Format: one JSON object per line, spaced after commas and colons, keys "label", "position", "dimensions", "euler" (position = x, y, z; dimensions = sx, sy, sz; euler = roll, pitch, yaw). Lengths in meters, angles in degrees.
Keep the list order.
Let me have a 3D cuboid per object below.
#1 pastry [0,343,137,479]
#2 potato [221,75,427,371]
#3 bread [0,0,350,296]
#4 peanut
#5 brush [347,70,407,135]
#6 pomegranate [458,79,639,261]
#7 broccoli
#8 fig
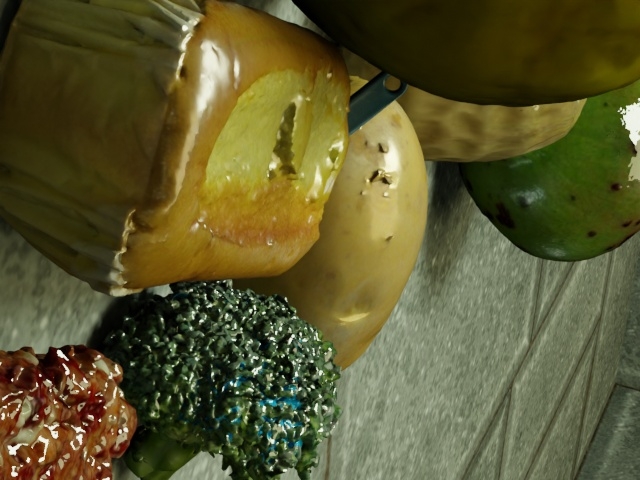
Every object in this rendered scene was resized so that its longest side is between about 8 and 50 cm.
{"label": "pastry", "position": [-0.161, 0.101, 0.761], "dimensions": [0.208, 0.097, 0.115], "euler": [-14, 99, -72]}
{"label": "potato", "position": [0.000, 0.000, 1.146], "dimensions": [0.150, 0.146, 0.234], "euler": [-16, 124, -37]}
{"label": "bread", "position": [-0.070, -0.055, 0.894], "dimensions": [0.288, 0.119, 0.152], "euler": [1, 107, -73]}
{"label": "peanut", "position": [0.102, -0.160, 1.224], "dimensions": [0.110, 0.197, 0.233], "euler": [-80, 170, -46]}
{"label": "brush", "position": [-0.011, -0.055, 1.047], "dimensions": [0.164, 0.051, 0.014], "euler": [-38, -169, 11]}
{"label": "pomegranate", "position": [0.224, -0.088, 1.657], "dimensions": [0.306, 0.242, 0.242], "euler": [-24, 130, -43]}
{"label": "broccoli", "position": [-0.070, 0.100, 1.034], "dimensions": [0.160, 0.154, 0.167], "euler": [-38, -179, 28]}
{"label": "fig", "position": [0.099, -0.235, 0.963], "dimensions": [0.343, 0.343, 0.343], "euler": [15, 90, -73]}
